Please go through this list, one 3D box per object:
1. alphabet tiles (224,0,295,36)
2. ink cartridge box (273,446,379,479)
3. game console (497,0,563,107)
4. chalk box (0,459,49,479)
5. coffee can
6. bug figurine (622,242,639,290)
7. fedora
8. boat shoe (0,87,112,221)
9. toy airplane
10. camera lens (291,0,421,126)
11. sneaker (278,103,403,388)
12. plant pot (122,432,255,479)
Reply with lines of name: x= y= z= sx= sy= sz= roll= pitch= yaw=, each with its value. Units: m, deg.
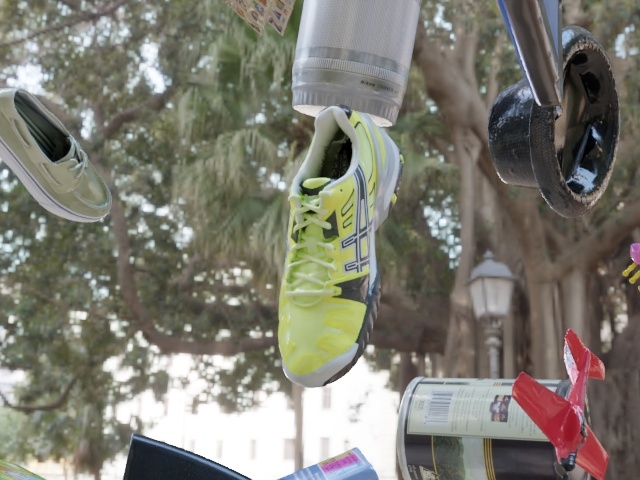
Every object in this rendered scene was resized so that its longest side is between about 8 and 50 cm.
alphabet tiles: x=-0.129 y=-0.434 z=1.466 sx=0.198 sy=0.009 sz=0.237 roll=44 pitch=-12 yaw=-2
ink cartridge box: x=-0.075 y=0.492 z=1.184 sx=0.395 sy=0.270 sz=0.151 roll=-20 pitch=-3 yaw=-6
game console: x=0.215 y=-0.261 z=0.595 sx=0.173 sy=0.250 sz=0.293 roll=-2 pitch=-13 yaw=21
chalk box: x=-0.302 y=0.270 z=0.702 sx=0.180 sy=0.179 sz=0.289 roll=6 pitch=-20 yaw=41
coffee can: x=0.293 y=0.329 z=1.435 sx=0.275 sy=0.201 sz=0.201 roll=-4 pitch=-18 yaw=29
bug figurine: x=0.609 y=0.033 z=1.343 sx=0.216 sy=0.279 sz=0.072 roll=42 pitch=8 yaw=25
fedora: x=0.385 y=-0.198 z=1.466 sx=0.152 sy=0.334 sz=0.334 roll=0 pitch=-15 yaw=40
boat shoe: x=-0.427 y=-0.127 z=1.373 sx=0.094 sy=0.109 sz=0.302 roll=-4 pitch=-33 yaw=30
toy airplane: x=0.223 y=0.144 z=0.752 sx=0.028 sy=0.151 sz=0.151 roll=-23 pitch=-29 yaw=39
camera lens: x=0.065 y=-0.370 z=1.625 sx=0.219 sy=0.274 sz=0.219 roll=10 pitch=1 yaw=0
sneaker: x=0.000 y=0.000 z=1.126 sx=0.145 sy=0.384 sz=0.147 roll=-5 pitch=-28 yaw=31
plant pot: x=-0.151 y=0.343 z=0.966 sx=0.167 sy=0.188 sz=0.187 roll=12 pitch=-29 yaw=-7
